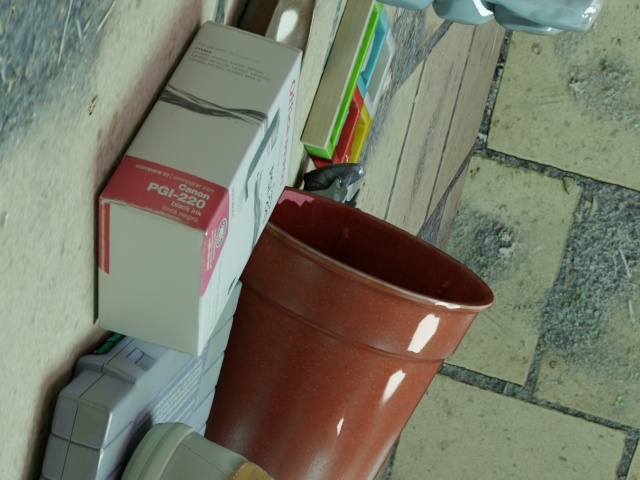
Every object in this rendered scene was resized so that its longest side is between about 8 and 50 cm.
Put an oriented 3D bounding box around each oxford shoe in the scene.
[{"bbox_3d":[-0.117,0.346,1.658,0.169,0.130,0.449,-59,164,-50],"label":"oxford shoe"}]

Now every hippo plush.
[{"bbox_3d":[0.138,-0.332,1.796,0.234,0.294,0.236,12,-91,61],"label":"hippo plush"}]

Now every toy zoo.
[{"bbox_3d":[0.038,-0.169,2.276,0.293,0.030,0.192,56,52,-78],"label":"toy zoo"}]

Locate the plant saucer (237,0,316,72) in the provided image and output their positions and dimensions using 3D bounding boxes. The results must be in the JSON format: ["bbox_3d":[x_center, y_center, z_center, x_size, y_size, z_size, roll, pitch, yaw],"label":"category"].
[{"bbox_3d":[-0.051,-0.161,1.748,0.198,0.036,0.198,17,90,-81],"label":"plant saucer"}]

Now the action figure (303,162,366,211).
[{"bbox_3d":[-0.013,0.051,2.133,0.185,0.099,0.285,68,27,-45],"label":"action figure"}]

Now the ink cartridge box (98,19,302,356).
[{"bbox_3d":[-0.094,-0.043,1.541,0.158,0.092,0.218,97,12,-48],"label":"ink cartridge box"}]

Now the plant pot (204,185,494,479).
[{"bbox_3d":[-0.008,0.118,1.911,0.265,0.272,0.272,-66,172,12],"label":"plant pot"}]

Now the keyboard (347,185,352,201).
[{"bbox_3d":[0.000,0.000,2.440,0.256,0.014,0.072,-58,158,-58],"label":"keyboard"}]

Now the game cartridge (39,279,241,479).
[{"bbox_3d":[-0.162,0.169,1.648,0.355,0.068,0.230,-46,149,-70],"label":"game cartridge"}]
